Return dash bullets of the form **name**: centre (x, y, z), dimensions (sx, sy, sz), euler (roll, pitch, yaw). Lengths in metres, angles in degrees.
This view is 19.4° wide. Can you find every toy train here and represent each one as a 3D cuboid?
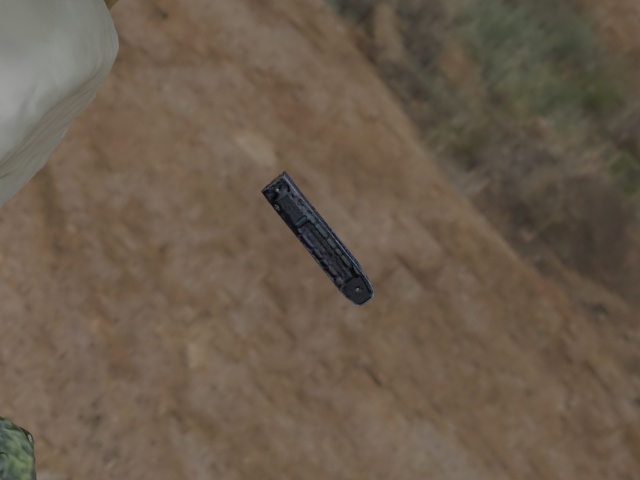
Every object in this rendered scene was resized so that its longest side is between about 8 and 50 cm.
- **toy train**: centre (0.000, 0.000, 1.010), dimensions (0.083, 0.017, 0.017), euler (51, 11, -9)

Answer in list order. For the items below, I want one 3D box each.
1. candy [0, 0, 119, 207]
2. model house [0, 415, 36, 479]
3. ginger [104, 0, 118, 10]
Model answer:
- **candy**: centre (-0.280, -0.149, 0.785), dimensions (0.427, 0.186, 0.386), euler (35, 17, 12)
- **model house**: centre (-0.417, 0.158, 1.520), dimensions (0.321, 0.261, 0.266), euler (30, -20, 50)
- **ginger**: centre (-0.195, -0.300, 1.178), dimensions (0.126, 0.190, 0.354), euler (173, -102, -82)
